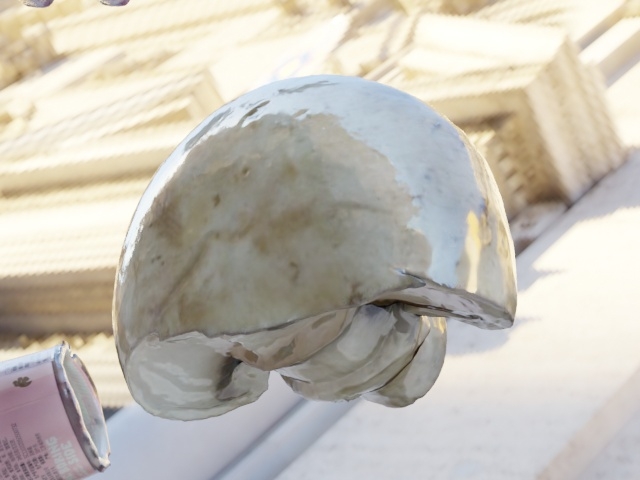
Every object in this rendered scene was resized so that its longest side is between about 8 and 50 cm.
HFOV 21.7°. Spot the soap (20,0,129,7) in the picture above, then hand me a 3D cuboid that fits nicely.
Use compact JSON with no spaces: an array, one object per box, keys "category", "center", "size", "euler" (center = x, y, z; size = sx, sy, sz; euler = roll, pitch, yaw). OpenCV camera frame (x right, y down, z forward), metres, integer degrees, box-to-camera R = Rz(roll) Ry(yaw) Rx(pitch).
[{"category":"soap","center":[-0.137,-0.181,0.816],"size":[0.065,0.203,0.122],"euler":[1,-86,3]}]

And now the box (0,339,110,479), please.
[{"category":"box","center":[-0.264,0.166,1.470],"size":[0.151,0.135,0.151],"euler":[158,-90,-89]}]

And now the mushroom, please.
[{"category":"mushroom","center":[0.000,0.000,1.002],"size":[0.254,0.195,0.189],"euler":[-15,-115,30]}]
